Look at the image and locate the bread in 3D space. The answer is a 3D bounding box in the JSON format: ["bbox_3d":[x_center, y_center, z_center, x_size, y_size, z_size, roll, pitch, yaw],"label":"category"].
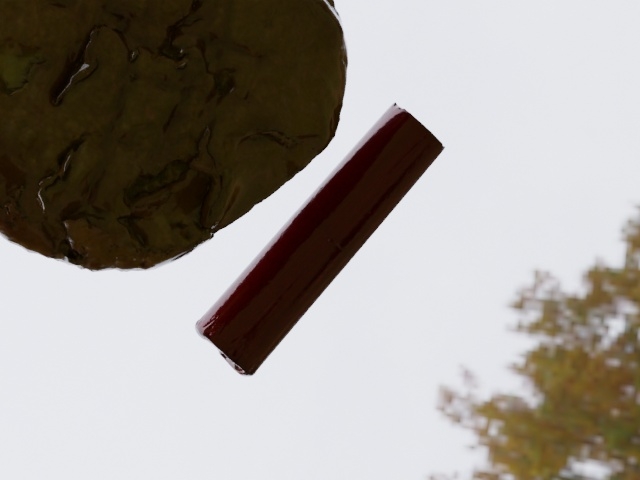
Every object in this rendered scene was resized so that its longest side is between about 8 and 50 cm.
[{"bbox_3d":[-0.181,-0.165,1.612,0.398,0.215,0.398,2,-96,-21],"label":"bread"}]

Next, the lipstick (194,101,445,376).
[{"bbox_3d":[-0.001,-0.001,1.713,0.279,0.073,0.073,-49,-49,-3],"label":"lipstick"}]
